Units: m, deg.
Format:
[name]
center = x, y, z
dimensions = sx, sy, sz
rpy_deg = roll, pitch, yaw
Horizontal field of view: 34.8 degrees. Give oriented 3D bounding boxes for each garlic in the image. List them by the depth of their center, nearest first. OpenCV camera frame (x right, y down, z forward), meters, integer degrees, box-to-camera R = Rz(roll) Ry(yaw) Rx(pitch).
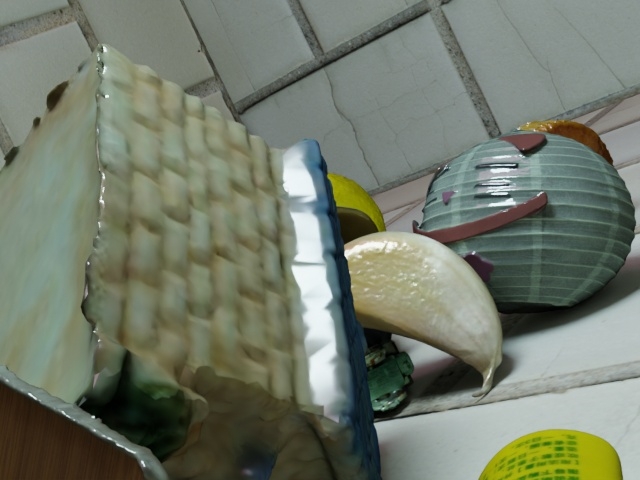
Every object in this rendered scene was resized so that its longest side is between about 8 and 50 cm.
[garlic]
center = 0.108, 0.080, 1.178
dimensions = 0.244, 0.146, 0.164
rpy_deg = 22, 45, 23

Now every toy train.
[toy train]
center = 0.020, 0.186, 1.221
dimensions = 0.194, 0.081, 0.125
rpy_deg = -26, -3, -2

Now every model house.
[model house]
center = -0.141, 0.153, 0.911
dimensions = 0.445, 0.399, 0.395
rpy_deg = -43, 40, 29

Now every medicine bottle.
[medicine bottle]
center = 0.134, 0.203, 0.614
dimensions = 0.111, 0.076, 0.309
rpy_deg = -30, 4, 18

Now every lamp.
[lamp]
center = 0.250, -0.027, 1.263
dimensions = 0.265, 0.233, 0.233
rpy_deg = -16, 12, 45

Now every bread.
[bread]
center = 0.356, -0.086, 1.555
dimensions = 0.199, 0.199, 0.104
rpy_deg = -27, 10, -12

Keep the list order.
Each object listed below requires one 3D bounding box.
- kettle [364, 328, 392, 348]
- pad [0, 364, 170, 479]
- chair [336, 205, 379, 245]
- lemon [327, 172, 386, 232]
[kettle]
center = -0.016, 0.129, 1.431
dimensions = 0.268, 0.207, 0.290
rpy_deg = -52, 23, -2
[pad]
center = -0.195, 0.226, 0.615
dimensions = 0.284, 0.287, 0.018
rpy_deg = 15, 8, 42
[chair]
center = -0.071, 0.028, 1.271
dimensions = 0.246, 0.159, 0.172
rpy_deg = 9, 43, 32
[lemon]
center = 0.000, 0.000, 1.971
dimensions = 0.268, 0.268, 0.322
rpy_deg = -25, 23, 8
